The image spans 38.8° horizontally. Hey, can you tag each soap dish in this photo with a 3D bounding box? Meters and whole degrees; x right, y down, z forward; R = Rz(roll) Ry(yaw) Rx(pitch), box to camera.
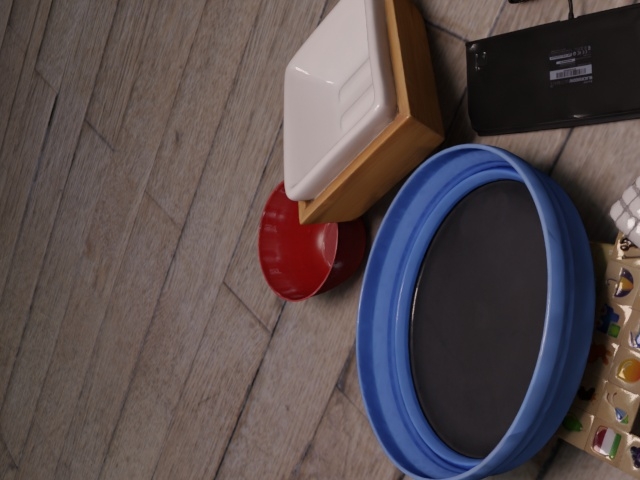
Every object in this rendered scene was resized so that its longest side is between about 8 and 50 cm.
[{"bbox_3d":[0.052,-0.183,1.203,0.229,0.118,0.291,-43,36,38],"label":"soap dish"}]

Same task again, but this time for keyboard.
[{"bbox_3d":[0.293,-0.231,1.043,0.317,0.033,0.202,0,93,49],"label":"keyboard"}]

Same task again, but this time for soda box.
[{"bbox_3d":[0.300,0.092,0.981,0.061,0.058,0.182,10,95,50],"label":"soda box"}]

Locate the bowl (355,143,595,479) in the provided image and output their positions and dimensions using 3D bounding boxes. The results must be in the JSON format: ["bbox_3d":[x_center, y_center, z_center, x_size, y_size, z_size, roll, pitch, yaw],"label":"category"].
[{"bbox_3d":[0.167,0.085,1.059,0.391,0.077,0.391,-36,49,56],"label":"bowl"}]

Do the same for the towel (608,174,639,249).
[{"bbox_3d":[0.421,-0.017,0.745,0.283,0.121,0.235,44,114,12],"label":"towel"}]

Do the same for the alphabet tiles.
[{"bbox_3d":[0.319,0.112,0.912,0.198,0.009,0.237,25,104,42],"label":"alphabet tiles"}]

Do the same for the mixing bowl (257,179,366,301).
[{"bbox_3d":[0.000,0.000,1.316,0.181,0.098,0.182,-8,80,49],"label":"mixing bowl"}]
